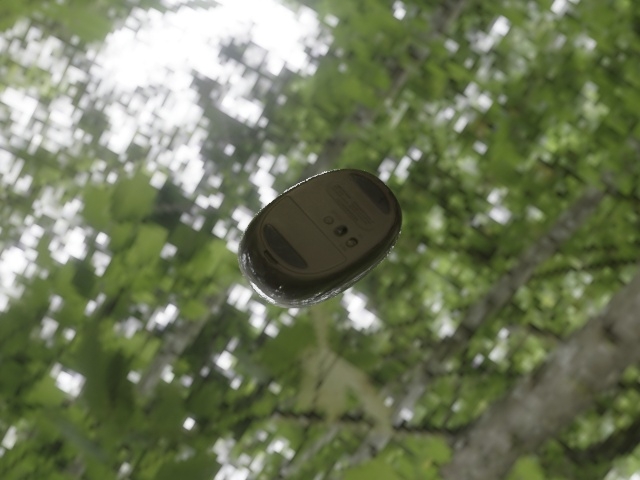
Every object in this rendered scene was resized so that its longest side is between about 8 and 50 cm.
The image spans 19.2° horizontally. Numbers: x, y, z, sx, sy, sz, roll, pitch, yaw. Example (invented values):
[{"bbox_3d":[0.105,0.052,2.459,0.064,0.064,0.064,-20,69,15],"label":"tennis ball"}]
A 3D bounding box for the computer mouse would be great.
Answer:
[{"bbox_3d":[-0.001,0.001,1.041,0.096,0.039,0.066,-32,-114,-24],"label":"computer mouse"}]
